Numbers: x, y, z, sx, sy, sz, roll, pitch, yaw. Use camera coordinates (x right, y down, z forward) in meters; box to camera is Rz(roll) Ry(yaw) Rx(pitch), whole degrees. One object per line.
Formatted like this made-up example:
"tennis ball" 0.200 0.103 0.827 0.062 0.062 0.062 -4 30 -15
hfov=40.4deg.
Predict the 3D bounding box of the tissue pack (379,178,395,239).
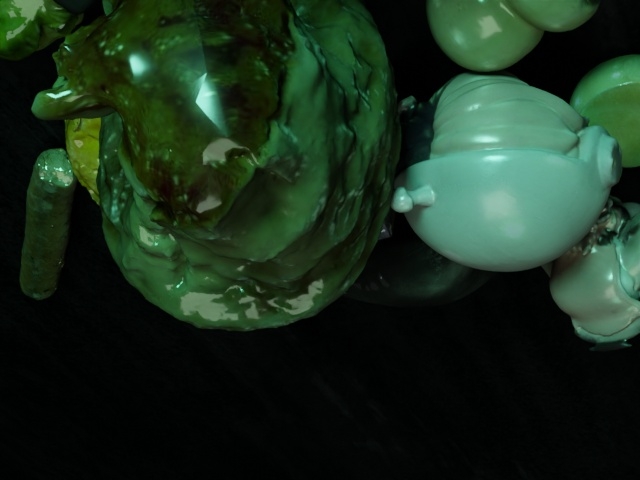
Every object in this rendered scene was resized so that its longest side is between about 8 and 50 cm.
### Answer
"tissue pack" 0.023 -0.039 1.180 0.156 0.112 0.051 -11 133 21

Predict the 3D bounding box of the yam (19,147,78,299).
"yam" -0.415 -0.018 1.318 0.071 0.067 0.317 8 141 -19

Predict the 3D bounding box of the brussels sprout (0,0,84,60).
"brussels sprout" -0.350 -0.283 1.003 0.181 0.100 0.139 -10 121 27

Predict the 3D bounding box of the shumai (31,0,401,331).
"shumai" -0.099 -0.104 0.796 0.324 0.397 0.323 12 -178 10

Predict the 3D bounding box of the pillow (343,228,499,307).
"pillow" 0.149 0.036 1.191 0.186 0.106 0.250 -28 163 37

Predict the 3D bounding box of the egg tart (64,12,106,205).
"egg tart" -0.202 -0.121 1.080 0.341 0.129 0.341 12 129 15

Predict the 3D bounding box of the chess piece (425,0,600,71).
"chess piece" 0.238 -0.287 0.842 0.182 0.182 0.330 34 138 -24

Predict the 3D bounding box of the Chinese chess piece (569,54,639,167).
"Chinese chess piece" 0.369 -0.153 1.036 0.144 0.058 0.144 7 137 6

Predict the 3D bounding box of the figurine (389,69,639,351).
"figurine" 0.250 -0.045 0.997 0.361 0.211 0.253 34 139 -24

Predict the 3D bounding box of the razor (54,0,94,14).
"razor" -0.334 -0.368 0.836 0.327 0.189 0.107 33 134 -27
